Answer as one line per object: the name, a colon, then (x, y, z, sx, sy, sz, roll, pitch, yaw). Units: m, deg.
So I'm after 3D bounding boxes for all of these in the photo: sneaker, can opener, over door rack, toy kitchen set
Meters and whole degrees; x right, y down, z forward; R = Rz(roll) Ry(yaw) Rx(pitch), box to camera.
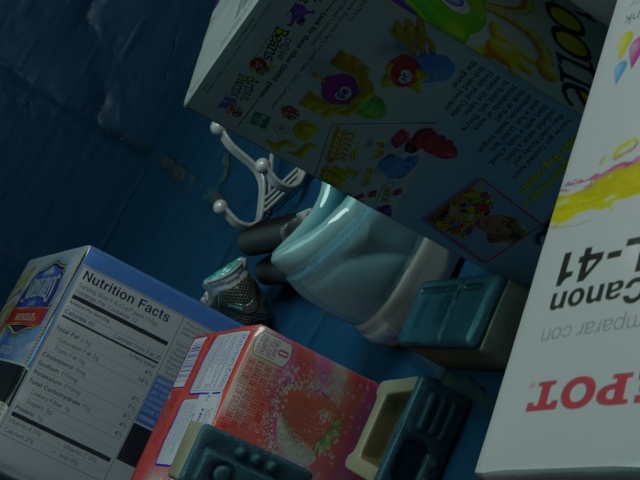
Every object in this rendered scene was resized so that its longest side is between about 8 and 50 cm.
sneaker: (-0.085, 0.074, 1.422, 0.065, 0.076, 0.166, -33, -9, -6)
can opener: (0.000, 0.000, 1.310, 0.093, 0.074, 0.280, -31, 7, -24)
over door rack: (-0.024, -0.196, 1.591, 0.239, 0.108, 0.324, -38, 28, 51)
sneaker: (0.074, -0.106, 1.095, 0.135, 0.150, 0.366, -20, 44, 64)
toy kitchen set: (0.021, 0.098, 0.898, 0.207, 0.166, 0.122, -66, 17, -13)

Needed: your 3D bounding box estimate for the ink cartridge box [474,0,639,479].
ink cartridge box: (0.214, -0.021, 0.525, 0.226, 0.131, 0.306, -13, 47, 49)

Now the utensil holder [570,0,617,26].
utensil holder: (0.220, -0.334, 0.748, 0.385, 0.328, 0.327, -53, 19, 19)

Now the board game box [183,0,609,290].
board game box: (0.075, -0.108, 0.877, 0.144, 0.275, 0.142, -47, 22, 39)

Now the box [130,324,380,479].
box: (-0.069, 0.226, 0.998, 0.154, 0.142, 0.300, -19, 45, 65)

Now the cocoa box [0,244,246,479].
cocoa box: (-0.226, 0.158, 1.402, 0.228, 0.231, 0.347, -65, 18, -12)
